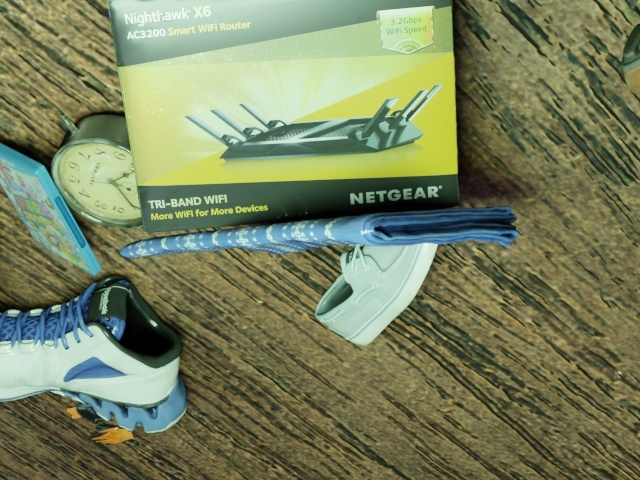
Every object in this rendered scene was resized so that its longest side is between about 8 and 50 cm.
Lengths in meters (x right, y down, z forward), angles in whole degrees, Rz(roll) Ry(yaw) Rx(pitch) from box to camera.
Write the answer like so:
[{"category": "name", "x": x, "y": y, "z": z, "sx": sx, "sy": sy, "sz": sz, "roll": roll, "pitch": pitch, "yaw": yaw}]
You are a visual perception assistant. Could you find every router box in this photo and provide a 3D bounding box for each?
[{"category": "router box", "x": -0.028, "y": -0.141, "z": 1.374, "sx": 0.308, "sy": 0.081, "sz": 0.243, "roll": -6, "pitch": 121, "yaw": 1}]

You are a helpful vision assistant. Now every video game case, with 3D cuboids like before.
[{"category": "video game case", "x": -0.317, "y": -0.039, "z": 1.655, "sx": 0.119, "sy": 0.015, "sz": 0.166, "roll": 26, "pitch": 150, "yaw": 39}]

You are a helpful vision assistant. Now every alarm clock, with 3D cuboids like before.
[{"category": "alarm clock", "x": -0.206, "y": -0.069, "z": 1.602, "sx": 0.192, "sy": 0.064, "sz": 0.129, "roll": 27, "pitch": 135, "yaw": -5}]

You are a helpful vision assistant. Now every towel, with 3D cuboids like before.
[{"category": "towel", "x": 0.000, "y": 0.000, "z": 1.463, "sx": 0.336, "sy": 0.040, "sz": 0.243, "roll": -5, "pitch": 179, "yaw": 42}]

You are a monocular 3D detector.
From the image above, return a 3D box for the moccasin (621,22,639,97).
[{"category": "moccasin", "x": 0.441, "y": -0.193, "z": 1.239, "sx": 0.380, "sy": 0.139, "sz": 0.147, "roll": -20, "pitch": 117, "yaw": 21}]

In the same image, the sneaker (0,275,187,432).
[{"category": "sneaker", "x": -0.303, "y": 0.112, "z": 1.784, "sx": 0.315, "sy": 0.127, "sz": 0.182, "roll": 13, "pitch": 133, "yaw": -5}]

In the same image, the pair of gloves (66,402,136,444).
[{"category": "pair of gloves", "x": -0.295, "y": 0.246, "z": 1.982, "sx": 0.074, "sy": 0.010, "sz": 0.083, "roll": -13, "pitch": 126, "yaw": 30}]

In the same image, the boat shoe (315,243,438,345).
[{"category": "boat shoe", "x": 0.058, "y": 0.038, "z": 1.616, "sx": 0.081, "sy": 0.079, "sz": 0.227, "roll": 22, "pitch": 139, "yaw": -11}]
